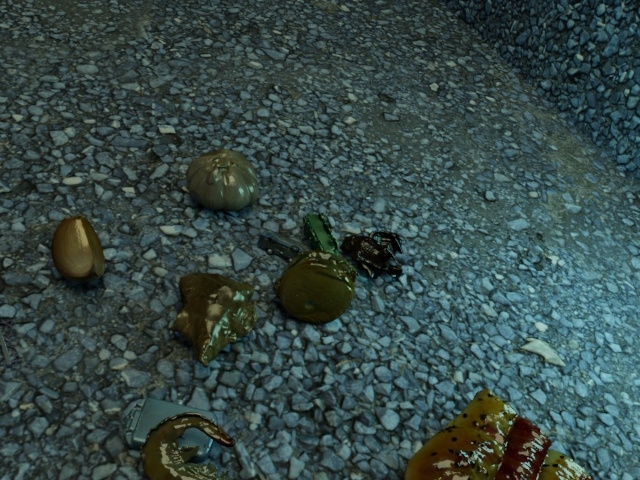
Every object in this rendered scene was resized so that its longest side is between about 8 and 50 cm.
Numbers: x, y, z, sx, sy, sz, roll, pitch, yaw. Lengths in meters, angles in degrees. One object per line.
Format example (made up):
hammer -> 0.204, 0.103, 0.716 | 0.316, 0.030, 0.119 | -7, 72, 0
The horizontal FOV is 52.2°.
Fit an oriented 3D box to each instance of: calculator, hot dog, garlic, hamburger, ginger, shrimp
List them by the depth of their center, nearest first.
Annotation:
shrimp -> -0.247, 0.451, 1.353 | 0.253, 0.058, 0.173 | 14, 74, -1
hot dog -> 0.372, 0.541, 1.406 | 0.365, 0.196, 0.367 | -28, 56, -33
calculator -> -0.319, 0.412, 1.420 | 0.210, 0.039, 0.121 | 14, 45, -5
ginger -> -0.261, 0.201, 1.601 | 0.218, 0.123, 0.270 | 3, 55, -11
garlic -> -0.603, 0.043, 1.660 | 0.207, 0.128, 0.115 | 57, 12, 30
hamburger -> -0.014, 0.113, 1.723 | 0.215, 0.190, 0.122 | 9, 34, -6
garlic -> -0.292, -0.186, 1.960 | 0.227, 0.152, 0.228 | 10, 38, -8

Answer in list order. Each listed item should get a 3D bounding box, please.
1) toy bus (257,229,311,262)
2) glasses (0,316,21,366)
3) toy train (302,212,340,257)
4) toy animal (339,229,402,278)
toy bus -> -0.103, 0.020, 1.885 | 0.153, 0.051, 0.061 | 24, 31, 7
glasses -> -0.718, 0.200, 1.461 | 0.062, 0.104, 0.140 | -12, 47, -26
toy train -> 0.000, 0.000, 1.896 | 0.071, 0.105, 0.178 | -15, 51, -15
toy animal -> 0.148, 0.045, 1.922 | 0.179, 0.116, 0.218 | 8, 34, 27
